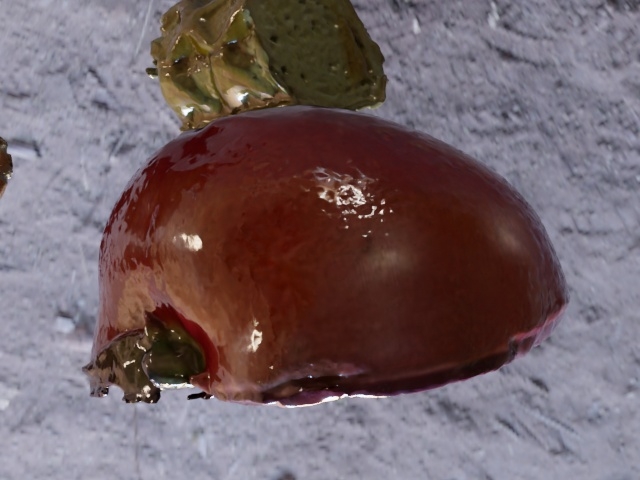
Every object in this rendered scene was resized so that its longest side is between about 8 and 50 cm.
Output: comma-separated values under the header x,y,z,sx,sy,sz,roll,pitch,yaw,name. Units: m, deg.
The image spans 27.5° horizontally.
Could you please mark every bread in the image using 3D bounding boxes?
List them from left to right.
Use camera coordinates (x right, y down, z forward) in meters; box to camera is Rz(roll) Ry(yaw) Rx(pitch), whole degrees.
x,y,z,sx,sy,sz,roll,pitch,yaw,name
-0.074,-0.228,1.664,0.252,0.196,0.238,-15,115,54,bread

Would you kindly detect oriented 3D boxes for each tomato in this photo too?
x,y,z,sx,sy,sz,roll,pitch,yaw,name
-0.003,-0.004,0.886,0.289,0.335,0.176,-11,96,-39,tomato

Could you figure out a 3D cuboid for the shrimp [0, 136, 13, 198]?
x,y,z,sx,sy,sz,roll,pitch,yaw,name
-0.365,-0.026,1.304,0.091,0.184,0.043,14,167,21,shrimp
